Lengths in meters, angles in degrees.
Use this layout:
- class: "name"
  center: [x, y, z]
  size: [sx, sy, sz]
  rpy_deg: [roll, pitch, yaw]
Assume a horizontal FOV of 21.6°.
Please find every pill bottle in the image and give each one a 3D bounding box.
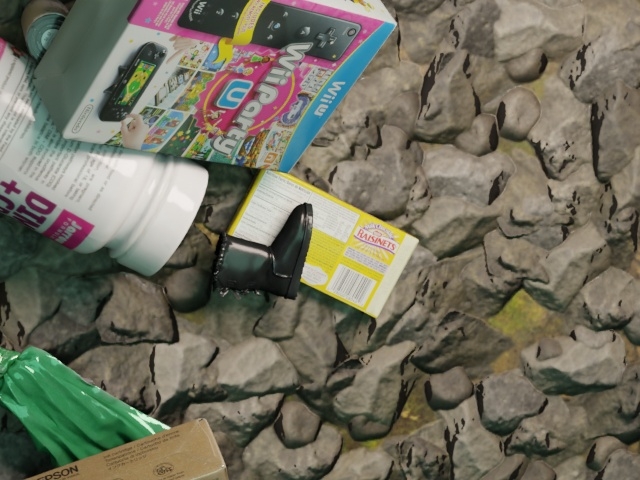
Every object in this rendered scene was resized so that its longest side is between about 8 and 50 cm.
- class: "pill bottle"
  center: [-0.271, -0.085, 1.763]
  size: [0.283, 0.160, 0.160]
  rpy_deg: [29, 93, -17]

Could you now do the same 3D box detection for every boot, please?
- class: "boot"
  center: [-0.066, 0.009, 1.867]
  size: [0.099, 0.045, 0.121]
  rpy_deg: [10, 104, -11]

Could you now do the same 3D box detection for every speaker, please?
- class: "speaker"
  center: [-0.282, -0.219, 1.748]
  size: [0.055, 0.136, 0.055]
  rpy_deg: [-4, 106, -12]

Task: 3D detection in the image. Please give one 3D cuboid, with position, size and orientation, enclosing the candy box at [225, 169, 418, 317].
- class: "candy box"
  center: [0.000, 0.000, 1.915]
  size: [0.206, 0.027, 0.105]
  rpy_deg: [27, 94, -17]

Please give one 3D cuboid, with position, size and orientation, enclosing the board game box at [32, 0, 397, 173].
- class: "board game box"
  center: [-0.105, -0.195, 1.708]
  size: [0.303, 0.097, 0.224]
  rpy_deg: [6, 131, -43]

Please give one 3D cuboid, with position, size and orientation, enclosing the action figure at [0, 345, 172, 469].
- class: "action figure"
  center: [-0.285, 0.190, 1.866]
  size: [0.137, 0.063, 0.232]
  rpy_deg: [-46, 111, 1]

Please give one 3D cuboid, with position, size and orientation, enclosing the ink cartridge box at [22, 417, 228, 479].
- class: "ink cartridge box"
  center: [-0.209, 0.322, 1.861]
  size: [0.234, 0.088, 0.193]
  rpy_deg: [-18, 133, -11]
